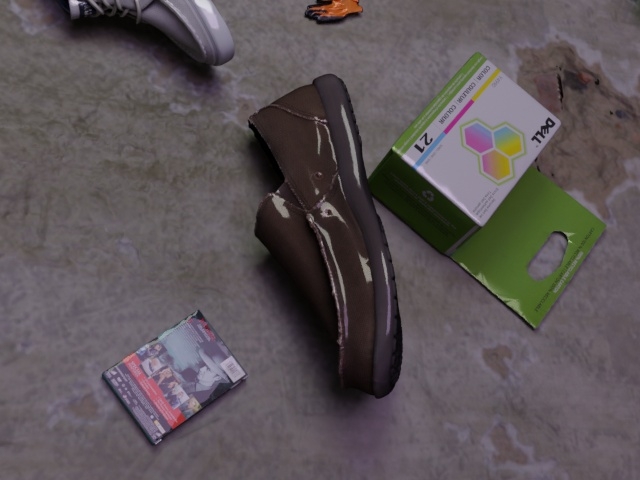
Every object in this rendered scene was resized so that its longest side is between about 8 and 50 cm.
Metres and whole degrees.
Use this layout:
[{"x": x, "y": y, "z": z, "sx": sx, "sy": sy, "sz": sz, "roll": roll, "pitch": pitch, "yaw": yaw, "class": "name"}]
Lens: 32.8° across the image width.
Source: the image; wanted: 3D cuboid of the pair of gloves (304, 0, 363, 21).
[{"x": 0.007, "y": -0.301, "z": 1.320, "sx": 0.074, "sy": 0.010, "sz": 0.083, "roll": -12, "pitch": 69, "yaw": -22, "class": "pair of gloves"}]

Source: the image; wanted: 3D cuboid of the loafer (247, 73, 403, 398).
[{"x": 0.000, "y": 0.000, "z": 1.136, "sx": 0.130, "sy": 0.134, "sz": 0.366, "roll": -13, "pitch": 60, "yaw": 1, "class": "loafer"}]

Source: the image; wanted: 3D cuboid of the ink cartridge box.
[{"x": 0.210, "y": -0.058, "z": 1.236, "sx": 0.255, "sy": 0.097, "sz": 0.189, "roll": 40, "pitch": 61, "yaw": 2, "class": "ink cartridge box"}]

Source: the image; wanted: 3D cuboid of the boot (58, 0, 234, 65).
[{"x": -0.217, "y": -0.264, "z": 1.190, "sx": 0.123, "sy": 0.095, "sz": 0.258, "roll": -38, "pitch": 75, "yaw": -22, "class": "boot"}]

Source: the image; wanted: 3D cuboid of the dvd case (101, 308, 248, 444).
[{"x": -0.143, "y": 0.133, "z": 1.077, "sx": 0.119, "sy": 0.013, "sz": 0.087, "roll": -35, "pitch": 82, "yaw": -27, "class": "dvd case"}]
